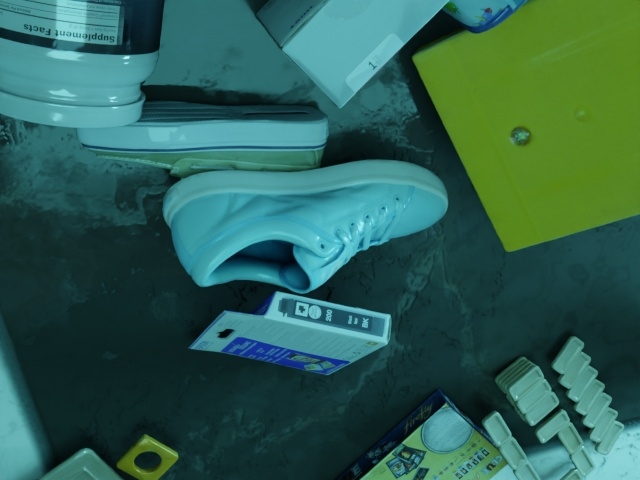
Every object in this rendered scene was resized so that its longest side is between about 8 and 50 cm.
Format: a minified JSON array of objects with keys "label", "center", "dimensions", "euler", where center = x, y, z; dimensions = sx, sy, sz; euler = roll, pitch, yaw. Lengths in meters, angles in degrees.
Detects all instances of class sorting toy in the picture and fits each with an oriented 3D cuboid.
[{"label":"sorting toy","center":[-0.345,0.393,1.210],"dimensions":[0.348,0.047,0.196],"euler":[-35,118,5]}]

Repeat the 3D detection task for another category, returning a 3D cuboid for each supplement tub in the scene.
[{"label":"supplement tub","center":[-0.256,-0.270,0.872],"dimensions":[0.191,0.191,0.272],"euler":[6,111,-13]}]

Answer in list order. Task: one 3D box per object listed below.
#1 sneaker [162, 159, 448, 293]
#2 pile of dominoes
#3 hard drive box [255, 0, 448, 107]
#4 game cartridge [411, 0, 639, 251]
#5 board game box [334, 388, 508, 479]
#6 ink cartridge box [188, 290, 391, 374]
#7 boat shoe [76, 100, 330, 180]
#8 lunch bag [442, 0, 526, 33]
[{"label":"sneaker","center":[0.000,0.000,1.020],"dimensions":[0.366,0.150,0.135],"euler":[-6,149,-19]},{"label":"pile of dominoes","center":[0.357,0.279,1.299],"dimensions":[0.196,0.040,0.251],"euler":[-38,118,-8]},{"label":"hard drive box","center":[0.032,-0.260,0.908],"dimensions":[0.181,0.232,0.089],"euler":[-44,113,9]},{"label":"game cartridge","center":[0.307,-0.155,0.971],"dimensions":[0.324,0.052,0.285],"euler":[-19,108,31]},{"label":"board game box","center":[0.147,0.361,1.288],"dimensions":[0.243,0.042,0.165],"euler":[-43,113,8]},{"label":"ink cartridge box","center":[-0.046,0.118,1.080],"dimensions":[0.208,0.206,0.045],"euler":[13,67,-17]},{"label":"boat shoe","center":[-0.135,-0.110,1.009],"dimensions":[0.302,0.109,0.094],"euler":[-1,114,-13]},{"label":"lunch bag","center":[0.213,-0.343,0.940],"dimensions":[0.219,0.176,0.090],"euler":[-44,118,11]}]
